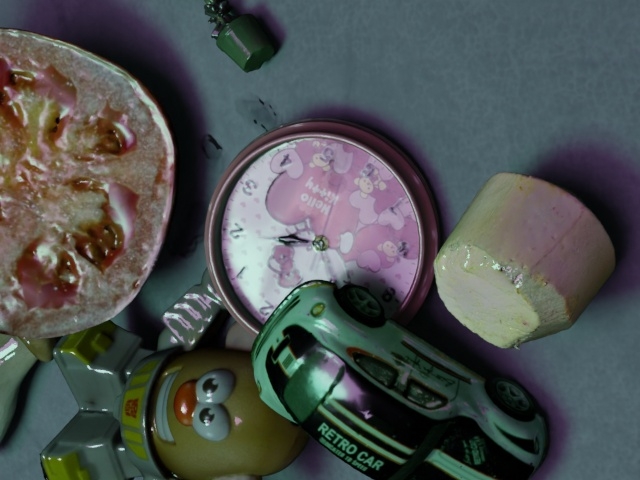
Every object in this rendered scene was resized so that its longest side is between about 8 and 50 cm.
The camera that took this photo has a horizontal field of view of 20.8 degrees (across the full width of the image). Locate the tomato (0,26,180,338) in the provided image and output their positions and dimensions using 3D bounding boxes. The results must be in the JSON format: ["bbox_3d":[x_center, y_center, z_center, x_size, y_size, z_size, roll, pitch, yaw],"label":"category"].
[{"bbox_3d":[-0.306,-0.060,1.867,0.338,0.143,0.338,0,96,-1],"label":"tomato"}]

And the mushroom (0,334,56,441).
[{"bbox_3d":[-0.392,0.160,2.046,0.116,0.093,0.225,36,109,4],"label":"mushroom"}]

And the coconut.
[{"bbox_3d":[0.190,0.011,1.597,0.147,0.152,0.147,26,146,19],"label":"coconut"}]

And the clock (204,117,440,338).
[{"bbox_3d":[0.001,0.000,1.740,0.244,0.056,0.244,1,96,13],"label":"clock"}]

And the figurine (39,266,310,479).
[{"bbox_3d":[-0.139,0.182,1.835,0.285,0.167,0.342,2,100,28],"label":"figurine"}]

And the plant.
[{"bbox_3d":[-0.092,-0.221,1.781,0.102,0.051,0.051,50,122,19],"label":"plant"}]

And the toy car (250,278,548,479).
[{"bbox_3d":[0.074,0.167,1.670,0.306,0.125,0.136,34,117,-6],"label":"toy car"}]
